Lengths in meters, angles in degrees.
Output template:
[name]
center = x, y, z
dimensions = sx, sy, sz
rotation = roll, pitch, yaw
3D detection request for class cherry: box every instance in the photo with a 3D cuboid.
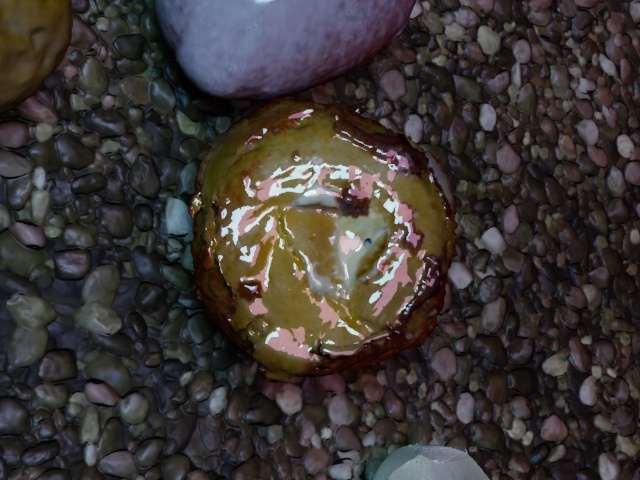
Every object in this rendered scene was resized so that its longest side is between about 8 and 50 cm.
[cherry]
center = -0.053, -0.341, 1.255
dimensions = 0.335, 0.291, 0.326
rotation = -26, 111, -15

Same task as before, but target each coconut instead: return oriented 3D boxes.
[coconut]
center = 0.144, 0.334, 1.299
dimensions = 0.161, 0.162, 0.161
rotation = 6, 77, -28

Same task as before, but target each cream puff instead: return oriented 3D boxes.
[cream puff]
center = 0.005, -0.001, 1.252
dimensions = 0.351, 0.228, 0.350
rotation = 0, 85, -4

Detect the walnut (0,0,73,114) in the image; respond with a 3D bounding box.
[walnut]
center = -0.421, -0.287, 1.010
dimensions = 0.398, 0.308, 0.354
rotation = 29, 43, -59
